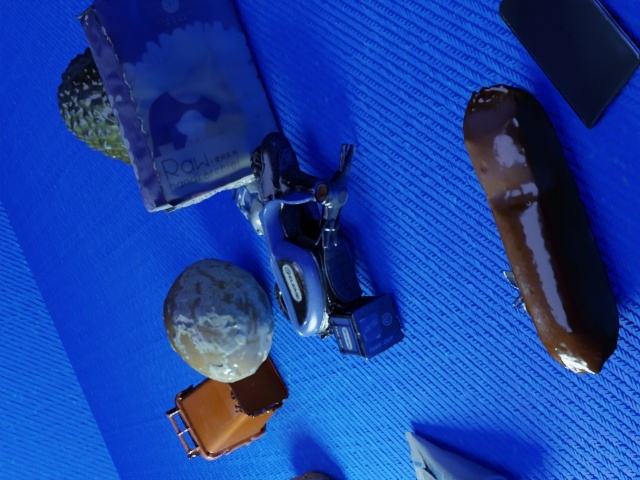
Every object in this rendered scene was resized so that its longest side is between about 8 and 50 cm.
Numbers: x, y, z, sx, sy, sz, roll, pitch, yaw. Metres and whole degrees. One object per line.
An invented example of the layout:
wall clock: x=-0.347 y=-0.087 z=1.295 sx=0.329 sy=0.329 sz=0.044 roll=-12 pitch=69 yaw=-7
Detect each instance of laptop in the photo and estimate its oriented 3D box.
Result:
laptop: x=0.263 y=-0.222 z=1.201 sx=0.180 sy=0.016 sz=0.129 roll=56 pitch=151 yaw=19

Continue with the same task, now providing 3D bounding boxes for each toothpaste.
toothpaste: x=0.212 y=0.366 z=1.687 sx=0.299 sy=0.073 sz=0.114 roll=8 pitch=118 yaw=67

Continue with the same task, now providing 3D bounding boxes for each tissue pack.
tissue pack: x=-0.216 y=-0.235 z=1.802 sx=0.125 sy=0.242 sz=0.343 roll=-13 pitch=99 yaw=59

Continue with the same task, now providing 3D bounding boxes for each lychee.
lychee: x=-0.318 y=-0.240 z=1.968 sx=0.255 sy=0.274 sz=0.255 roll=170 pitch=90 yaw=-79

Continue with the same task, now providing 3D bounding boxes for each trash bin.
trash bin: x=-0.182 y=0.325 z=2.239 sx=0.161 sy=0.184 sz=0.238 roll=60 pitch=146 yaw=13

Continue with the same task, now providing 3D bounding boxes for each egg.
egg: x=-0.187 y=0.150 z=2.084 sx=0.245 sy=0.203 sz=0.203 roll=63 pitch=154 yaw=28

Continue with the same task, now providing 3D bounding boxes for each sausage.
sausage: x=0.256 y=-0.015 z=1.286 sx=0.097 sy=0.094 sz=0.348 roll=-17 pitch=94 yaw=49

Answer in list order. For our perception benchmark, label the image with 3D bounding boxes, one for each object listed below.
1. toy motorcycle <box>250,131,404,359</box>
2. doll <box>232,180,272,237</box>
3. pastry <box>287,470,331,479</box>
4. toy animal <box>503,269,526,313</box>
toy motorcycle: x=0.000 y=0.000 z=1.735 sx=0.213 sy=0.125 sz=0.358 roll=-2 pitch=111 yaw=52
doll: x=-0.113 y=-0.070 z=1.948 sx=0.227 sy=0.057 sz=0.114 roll=50 pitch=155 yaw=13
pastry: x=-0.002 y=0.543 z=2.156 sx=0.218 sy=0.100 sz=0.229 roll=58 pitch=157 yaw=25
toy animal: x=0.257 y=0.075 z=1.417 sx=0.084 sy=0.028 sz=0.050 roll=47 pitch=138 yaw=35
